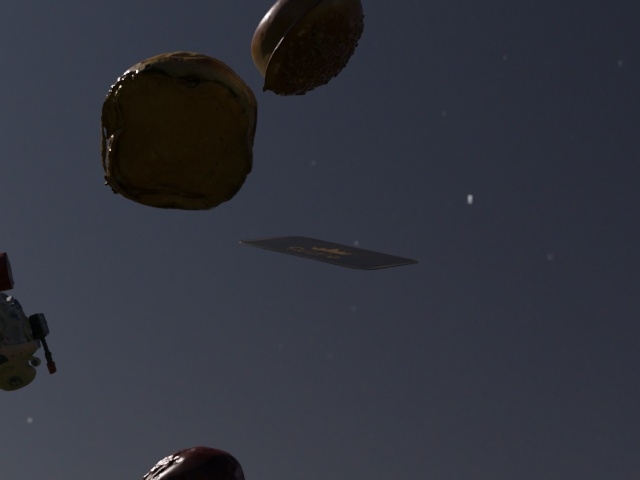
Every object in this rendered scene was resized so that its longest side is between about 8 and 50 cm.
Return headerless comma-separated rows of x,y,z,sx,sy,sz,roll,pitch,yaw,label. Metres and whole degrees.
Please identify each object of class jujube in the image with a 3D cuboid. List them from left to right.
-0.230,0.433,1.810,0.236,0.168,0.168,-25,-32,0,jujube

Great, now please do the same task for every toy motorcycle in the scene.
-0.465,0.147,1.664,0.102,0.150,0.221,-24,-1,-1,toy motorcycle

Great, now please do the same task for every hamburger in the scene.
-0.260,-0.201,2.052,0.318,0.158,0.319,-3,-70,-9,hamburger
-0.019,-0.346,1.896,0.147,0.237,0.237,42,-32,3,hamburger

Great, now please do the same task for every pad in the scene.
-0.001,0.001,2.505,0.375,0.063,0.315,11,11,35,pad

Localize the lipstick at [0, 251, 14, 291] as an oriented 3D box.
-0.699,0.085,2.013,0.279,0.073,0.073,-13,-27,-9,lipstick
